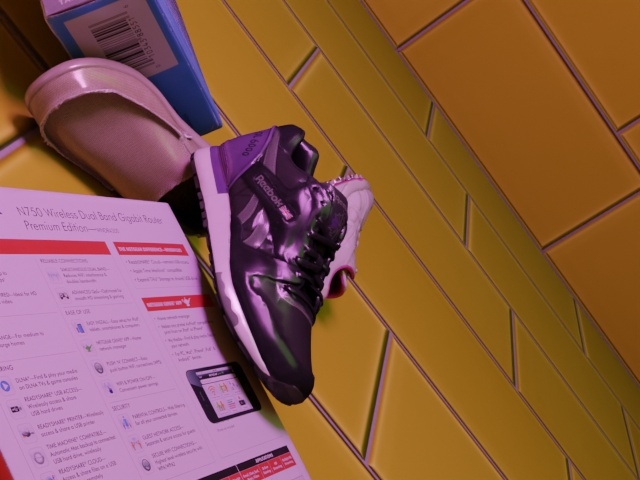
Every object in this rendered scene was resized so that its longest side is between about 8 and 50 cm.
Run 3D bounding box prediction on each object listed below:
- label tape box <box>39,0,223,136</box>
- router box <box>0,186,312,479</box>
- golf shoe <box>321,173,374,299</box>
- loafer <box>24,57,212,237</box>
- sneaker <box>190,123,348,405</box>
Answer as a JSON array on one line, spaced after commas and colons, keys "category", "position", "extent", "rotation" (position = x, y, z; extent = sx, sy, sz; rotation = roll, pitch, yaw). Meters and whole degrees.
[{"category": "label tape box", "position": [-0.223, -0.288, 1.081], "extent": [0.241, 0.105, 0.334], "rotation": [67, 1, -60]}, {"category": "router box", "position": [-0.160, 0.110, 0.749], "extent": [0.301, 0.082, 0.335], "rotation": [61, 20, 13]}, {"category": "golf shoe", "position": [0.000, 0.000, 1.294], "extent": [0.140, 0.115, 0.306], "rotation": [67, 26, -2]}, {"category": "loafer", "position": [-0.169, -0.083, 1.003], "extent": [0.268, 0.102, 0.092], "rotation": [32, 25, -51]}, {"category": "sneaker", "position": [-0.030, 0.003, 0.915], "extent": [0.107, 0.124, 0.283], "rotation": [60, 10, -54]}]
